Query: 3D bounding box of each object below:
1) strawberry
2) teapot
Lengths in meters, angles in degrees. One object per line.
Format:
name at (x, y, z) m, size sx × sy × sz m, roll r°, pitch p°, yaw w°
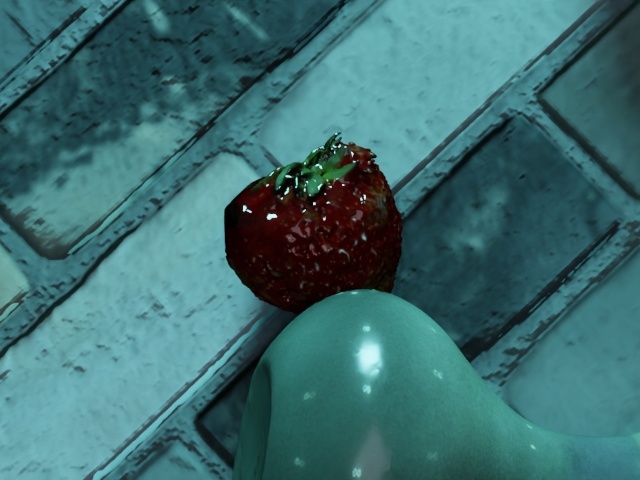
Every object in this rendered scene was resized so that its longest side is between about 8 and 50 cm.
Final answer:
strawberry at (0.000, 0.000, 1.076) m, size 0.106 × 0.106 × 0.106 m, roll 0°, pitch 82°, yaw 0°
teapot at (0.085, 0.128, 1.026) m, size 0.251 × 0.183 × 0.183 m, roll 9°, pitch 82°, yaw -9°
